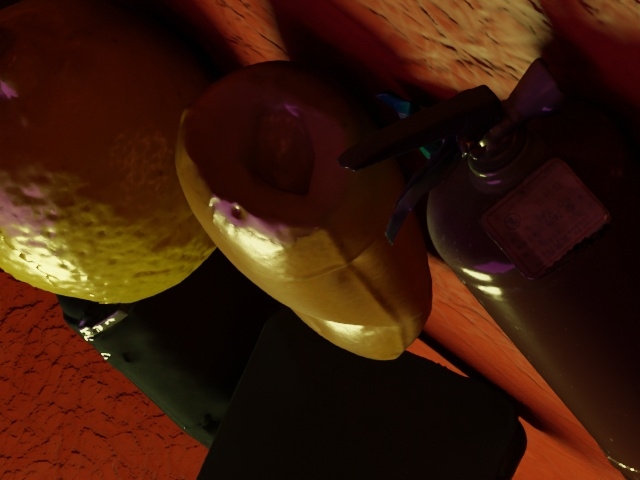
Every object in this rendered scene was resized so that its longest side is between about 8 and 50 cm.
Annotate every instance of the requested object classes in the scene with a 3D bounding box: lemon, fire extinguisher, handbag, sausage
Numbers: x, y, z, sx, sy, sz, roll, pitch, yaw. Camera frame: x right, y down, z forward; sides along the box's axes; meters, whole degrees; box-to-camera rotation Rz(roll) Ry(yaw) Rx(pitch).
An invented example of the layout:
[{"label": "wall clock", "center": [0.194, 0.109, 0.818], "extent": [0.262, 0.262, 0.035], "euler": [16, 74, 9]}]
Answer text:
[{"label": "lemon", "center": [-0.160, -0.062, 1.107], "extent": [0.204, 0.204, 0.260], "euler": [33, 169, 37]}, {"label": "fire extinguisher", "center": [0.115, 0.020, 0.700], "extent": [0.105, 0.105, 0.269], "euler": [29, 166, 49]}, {"label": "handbag", "center": [0.023, 0.212, 1.396], "extent": [0.248, 0.260, 0.079], "euler": [24, 167, 16]}, {"label": "sausage", "center": [0.002, -0.004, 1.012], "extent": [0.134, 0.116, 0.354], "euler": [22, 169, 15]}, {"label": "handbag", "center": [-0.129, 0.026, 1.479], "extent": [0.302, 0.178, 0.275], "euler": [51, -179, -44]}]

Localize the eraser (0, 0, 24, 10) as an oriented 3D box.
[{"label": "eraser", "center": [-0.274, -0.156, 1.431], "extent": [0.098, 0.096, 0.404], "euler": [43, 170, -21]}]

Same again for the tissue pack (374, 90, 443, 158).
[{"label": "tissue pack", "center": [0.081, -0.029, 0.802], "extent": [0.085, 0.028, 0.138], "euler": [43, -171, -36]}]
